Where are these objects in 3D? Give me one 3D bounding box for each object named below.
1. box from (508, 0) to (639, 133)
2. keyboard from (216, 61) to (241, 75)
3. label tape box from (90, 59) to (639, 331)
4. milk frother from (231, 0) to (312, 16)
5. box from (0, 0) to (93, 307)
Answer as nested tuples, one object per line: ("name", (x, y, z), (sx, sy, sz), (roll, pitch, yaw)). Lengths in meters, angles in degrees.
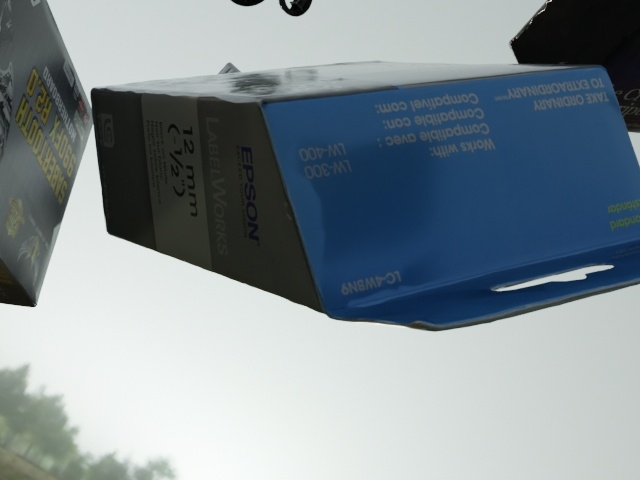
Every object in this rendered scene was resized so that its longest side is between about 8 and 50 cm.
("box", (0.329, -0.182, 0.871), (0.261, 0.103, 0.184), (0, -34, -30))
("keyboard", (-0.062, -0.098, 0.947), (0.014, 0.072, 0.256), (31, 11, -40))
("label tape box", (0.043, -0.048, 0.603), (0.249, 0.115, 0.347), (-11, 13, -32))
("milk frother", (-0.095, -0.433, 1.628), (0.143, 0.129, 0.135), (54, 9, -37))
("box", (-0.237, -0.082, 0.720), (0.056, 0.183, 0.231), (6, -28, 6))
